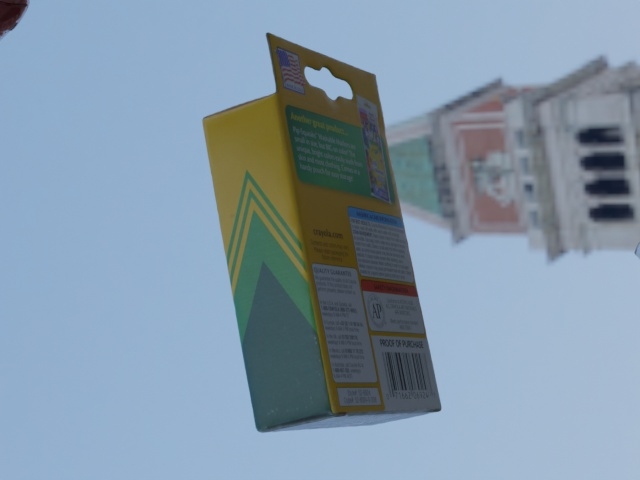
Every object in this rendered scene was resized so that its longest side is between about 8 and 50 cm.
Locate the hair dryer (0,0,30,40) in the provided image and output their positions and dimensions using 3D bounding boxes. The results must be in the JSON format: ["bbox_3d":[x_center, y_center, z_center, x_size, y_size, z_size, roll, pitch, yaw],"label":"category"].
[{"bbox_3d":[-0.322,-0.230,1.141,0.080,0.223,0.293,-19,-60,-65],"label":"hair dryer"}]

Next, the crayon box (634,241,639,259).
[{"bbox_3d":[0.458,-0.018,1.486,0.081,0.318,0.202,19,-79,-18],"label":"crayon box"}]

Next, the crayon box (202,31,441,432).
[{"bbox_3d":[0.000,0.000,1.279,0.203,0.083,0.323,10,-112,-60],"label":"crayon box"}]
